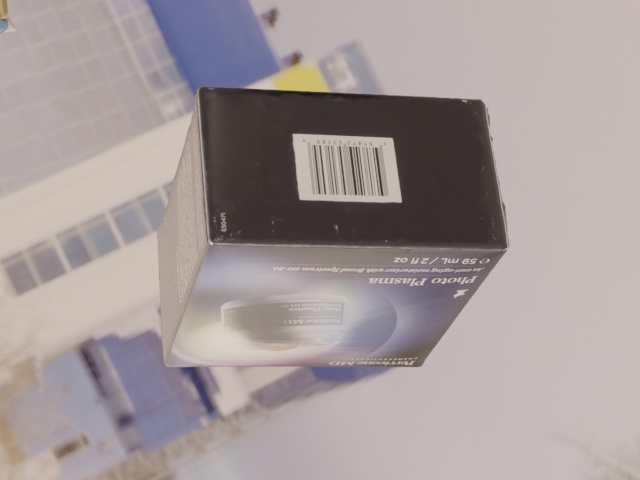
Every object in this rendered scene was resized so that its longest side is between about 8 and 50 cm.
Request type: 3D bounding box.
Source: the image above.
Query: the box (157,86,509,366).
[{"bbox_3d":[0.000,0.000,1.483,0.294,0.296,0.182,116,-28,-60],"label":"box"}]

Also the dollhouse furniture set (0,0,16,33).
[{"bbox_3d":[-0.423,-0.433,2.055,0.303,0.198,0.286,-12,-96,41],"label":"dollhouse furniture set"}]
